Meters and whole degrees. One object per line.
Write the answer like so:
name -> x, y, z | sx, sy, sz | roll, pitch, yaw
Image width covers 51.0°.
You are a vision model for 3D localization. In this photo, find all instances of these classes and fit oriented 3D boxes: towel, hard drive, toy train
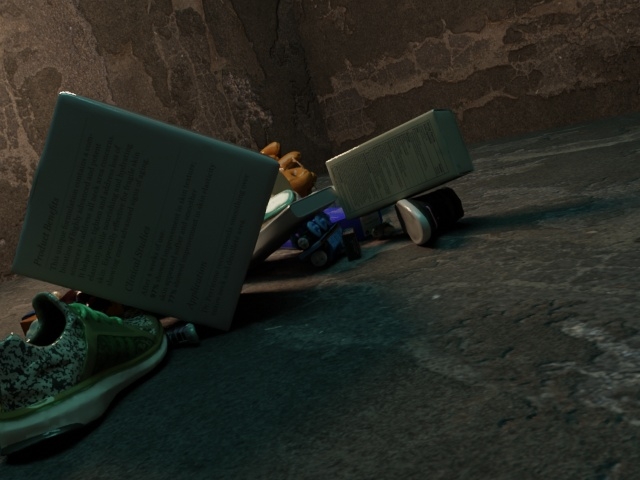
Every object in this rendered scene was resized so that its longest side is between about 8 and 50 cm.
towel -> -0.795, 0.203, 1.913 | 0.067, 0.029, 0.119 | -15, 10, 10
hard drive -> -0.110, -0.011, 1.632 | 0.307, 0.040, 0.203 | -39, -5, 34
toy train -> 0.000, 0.000, 1.546 | 0.080, 0.105, 0.184 | -38, 4, 22

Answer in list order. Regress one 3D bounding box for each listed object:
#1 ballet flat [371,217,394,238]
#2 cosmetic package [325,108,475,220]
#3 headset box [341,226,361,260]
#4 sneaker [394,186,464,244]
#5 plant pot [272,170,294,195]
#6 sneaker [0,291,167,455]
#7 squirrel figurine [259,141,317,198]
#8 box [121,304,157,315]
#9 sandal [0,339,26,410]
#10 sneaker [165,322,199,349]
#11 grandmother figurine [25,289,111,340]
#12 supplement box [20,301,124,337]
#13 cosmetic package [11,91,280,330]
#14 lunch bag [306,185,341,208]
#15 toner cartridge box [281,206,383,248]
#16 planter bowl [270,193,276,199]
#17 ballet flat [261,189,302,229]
ballet flat -> 0.164, -0.028, 1.681 | 0.041, 0.041, 0.114 | -11, 11, 28
cosmetic package -> 0.181, -0.173, 1.570 | 0.310, 0.160, 0.113 | -21, -2, 34
headset box -> 0.070, 0.008, 1.525 | 0.032, 0.062, 0.083 | -15, 9, 5
sneaker -> 0.256, -0.067, 1.516 | 0.147, 0.104, 0.296 | -21, 5, 3
plant pot -> -0.257, -0.089, 2.180 | 0.257, 0.256, 0.274 | -9, 27, 37
sneaker -> -0.361, 0.150, 1.026 | 0.158, 0.181, 0.410 | -16, 10, 9
squirrel figurine -> -0.194, -0.183, 2.667 | 0.397, 0.281, 0.370 | -32, 22, -8
box -> -0.355, 0.104, 1.567 | 0.220, 0.051, 0.175 | -19, 24, -12
sandal -> -0.516, 0.242, 0.991 | 0.138, 0.126, 0.317 | -19, 1, 4
sneaker -> -0.256, 0.175, 1.181 | 0.069, 0.038, 0.098 | -22, 2, -26
grandmother figurine -> -0.505, 0.130, 1.436 | 0.208, 0.104, 0.342 | -22, 24, 29
supplement box -> -0.564, 0.175, 1.553 | 0.080, 0.078, 0.233 | -12, 9, 38
cosmetic package -> -0.314, -0.064, 1.302 | 0.394, 0.329, 0.327 | 18, 7, -8
lunch bag -> 0.044, -0.116, 2.148 | 0.224, 0.107, 0.279 | -19, 7, 13
toner cartridge box -> 0.006, -0.035, 1.839 | 0.165, 0.075, 0.348 | -20, 10, -28
planter bowl -> -0.158, -0.077, 2.017 | 0.162, 0.109, 0.162 | -28, -26, -15
ballet flat -> -0.177, -0.025, 1.779 | 0.316, 0.106, 0.107 | -22, 45, 15
